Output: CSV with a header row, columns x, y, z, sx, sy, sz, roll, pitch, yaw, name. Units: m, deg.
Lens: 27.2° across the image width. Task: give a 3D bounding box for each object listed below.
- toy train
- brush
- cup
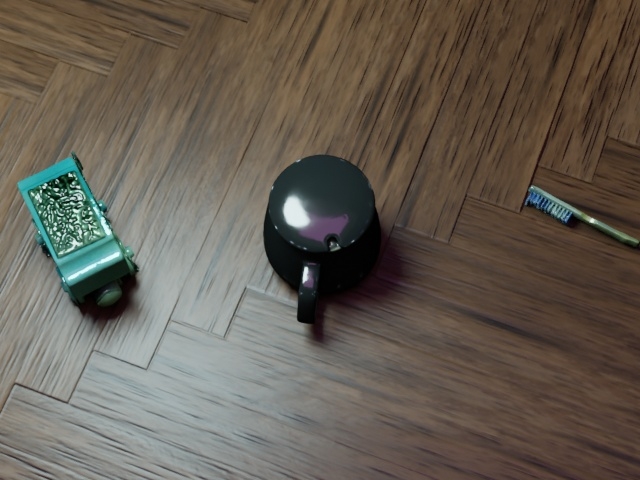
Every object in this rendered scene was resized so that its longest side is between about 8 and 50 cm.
x,y,z,sx,sy,sz,roll,pitch,yaw,name
-0.341,-0.009,1.857,0.112,0.163,0.203,-30,69,-9,toy train
0.376,-0.028,1.915,0.178,0.033,0.030,29,77,13,brush
0.000,0.000,1.838,0.169,0.176,0.223,8,67,2,cup
